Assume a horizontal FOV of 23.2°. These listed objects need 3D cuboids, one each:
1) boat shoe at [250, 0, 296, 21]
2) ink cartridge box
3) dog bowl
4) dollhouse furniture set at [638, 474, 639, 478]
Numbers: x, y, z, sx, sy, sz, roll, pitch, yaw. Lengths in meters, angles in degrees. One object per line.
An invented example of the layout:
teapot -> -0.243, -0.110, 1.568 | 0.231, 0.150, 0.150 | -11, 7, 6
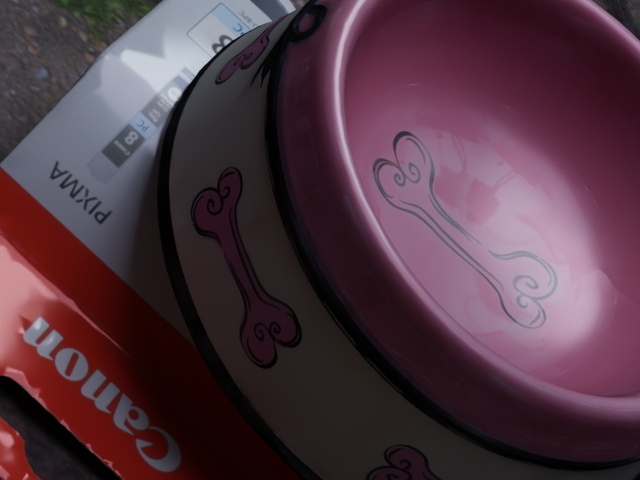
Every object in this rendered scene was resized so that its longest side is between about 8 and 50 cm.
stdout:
boat shoe -> -0.102, -0.241, 1.365 | 0.228, 0.080, 0.076 | 34, 35, 0
ink cartridge box -> -0.072, 0.025, 1.018 | 0.308, 0.091, 0.385 | 44, 44, -5
dog bowl -> 0.109, -0.013, 1.015 | 0.408, 0.150, 0.408 | 17, 55, -26
dollhouse furniture set -> 0.293, 0.205, 1.263 | 0.262, 0.135, 0.259 | 22, 28, -29
